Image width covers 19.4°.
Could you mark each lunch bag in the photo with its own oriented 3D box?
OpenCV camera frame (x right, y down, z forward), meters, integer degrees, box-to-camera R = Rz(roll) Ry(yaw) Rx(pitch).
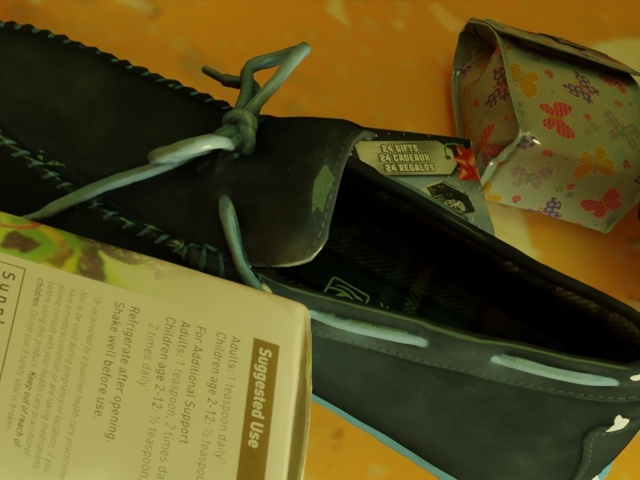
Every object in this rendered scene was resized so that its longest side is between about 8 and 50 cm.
[{"bbox_3d":[0.093,-0.054,0.753,0.071,0.053,0.083,16,46,-22],"label":"lunch bag"}]

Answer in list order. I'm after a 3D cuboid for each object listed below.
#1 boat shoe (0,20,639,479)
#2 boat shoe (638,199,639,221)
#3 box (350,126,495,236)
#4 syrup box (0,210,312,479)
[{"bbox_3d":[-0.005,-0.012,0.609,0.258,0.089,0.109,24,48,-7],"label":"boat shoe"},{"bbox_3d":[0.207,-0.060,0.747,0.158,0.127,0.340,25,46,-30],"label":"boat shoe"},{"bbox_3d":[0.000,0.000,0.683,0.137,0.027,0.094,5,55,-23],"label":"box"},{"bbox_3d":[-0.129,0.047,0.538,0.237,0.093,0.096,16,49,-14],"label":"syrup box"}]
